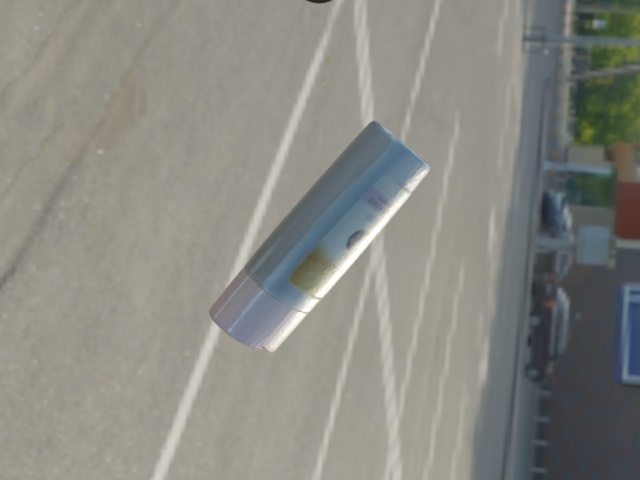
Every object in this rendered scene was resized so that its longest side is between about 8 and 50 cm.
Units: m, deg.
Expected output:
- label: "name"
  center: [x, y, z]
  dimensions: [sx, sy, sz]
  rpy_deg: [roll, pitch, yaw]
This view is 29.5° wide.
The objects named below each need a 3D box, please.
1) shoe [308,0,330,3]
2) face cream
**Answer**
- label: "shoe"
  center: [-0.036, -0.289, 1.062]
  dimensions: [0.179, 0.071, 0.049]
  rpy_deg: [44, 53, -23]
- label: "face cream"
  center: [0.000, 0.000, 0.944]
  dimensions: [0.198, 0.057, 0.084]
  rpy_deg: [-51, 148, 8]
